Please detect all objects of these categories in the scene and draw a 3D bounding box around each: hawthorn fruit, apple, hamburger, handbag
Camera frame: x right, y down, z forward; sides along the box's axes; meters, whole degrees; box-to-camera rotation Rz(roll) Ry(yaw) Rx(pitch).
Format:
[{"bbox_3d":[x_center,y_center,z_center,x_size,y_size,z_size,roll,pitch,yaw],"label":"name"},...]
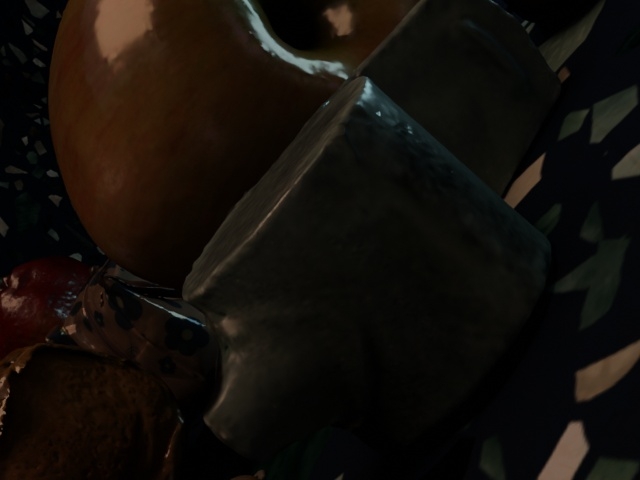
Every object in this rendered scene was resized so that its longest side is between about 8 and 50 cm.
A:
[{"bbox_3d":[-0.485,0.154,1.919,0.265,0.307,0.265,-44,21,22],"label":"hawthorn fruit"},{"bbox_3d":[-0.072,-0.132,1.030,0.391,0.391,0.346,-63,5,-36],"label":"apple"},{"bbox_3d":[-0.268,0.218,1.077,0.245,0.260,0.211,-39,-5,-41],"label":"hamburger"},{"bbox_3d":[-0.206,0.091,1.312,0.190,0.193,0.251,-44,16,23],"label":"handbag"}]

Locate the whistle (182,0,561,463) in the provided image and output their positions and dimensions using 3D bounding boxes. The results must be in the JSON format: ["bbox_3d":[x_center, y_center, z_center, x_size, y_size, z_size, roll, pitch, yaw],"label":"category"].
[{"bbox_3d":[0.049,-0.023,0.756,0.188,0.168,0.405,-43,12,37],"label":"whistle"}]

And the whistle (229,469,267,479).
[{"bbox_3d":[-0.081,0.250,0.747,0.107,0.057,0.220,-40,20,45],"label":"whistle"}]

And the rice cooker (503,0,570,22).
[{"bbox_3d":[0.207,-0.287,0.989,0.142,0.118,0.203,-48,17,26],"label":"rice cooker"}]
